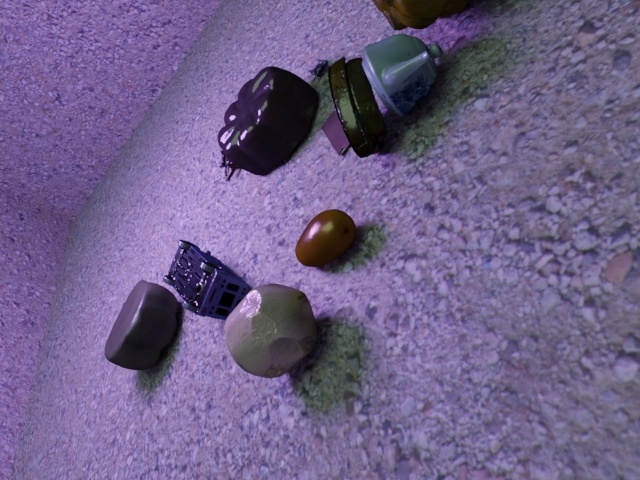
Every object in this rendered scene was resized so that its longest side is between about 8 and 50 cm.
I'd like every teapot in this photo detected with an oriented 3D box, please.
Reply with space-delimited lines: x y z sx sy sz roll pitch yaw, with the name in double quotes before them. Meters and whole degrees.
"teapot" 0.173 -0.342 1.132 0.159 0.159 0.232 -48 7 21

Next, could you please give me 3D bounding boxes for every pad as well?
"pad" 0.057 -0.282 1.375 0.113 0.006 0.188 -52 31 17

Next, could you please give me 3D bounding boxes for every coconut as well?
"coconut" -0.084 0.164 1.073 0.183 0.170 0.171 -44 35 30

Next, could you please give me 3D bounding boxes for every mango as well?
"mango" 0.000 0.000 1.155 0.184 0.084 0.102 -30 42 48

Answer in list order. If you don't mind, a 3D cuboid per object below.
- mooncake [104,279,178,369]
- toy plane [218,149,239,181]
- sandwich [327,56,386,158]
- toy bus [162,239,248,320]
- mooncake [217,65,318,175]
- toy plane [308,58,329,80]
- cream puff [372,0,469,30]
"mooncake" -0.518 0.250 1.662 0.275 0.135 0.275 -40 34 34
"toy plane" -0.297 -0.267 1.824 0.188 0.062 0.135 -125 42 -59
"sandwich" 0.091 -0.267 1.175 0.079 0.159 0.235 -24 45 21
"toy bus" -0.298 0.099 1.462 0.292 0.133 0.126 28 94 57
"mooncake" -0.153 -0.335 1.588 0.306 0.154 0.306 -35 42 39
"toy plane" -0.003 -0.483 1.599 0.083 0.031 0.079 -17 52 49
"cream puff" 0.192 -0.611 1.125 0.275 0.378 0.378 -29 40 12
